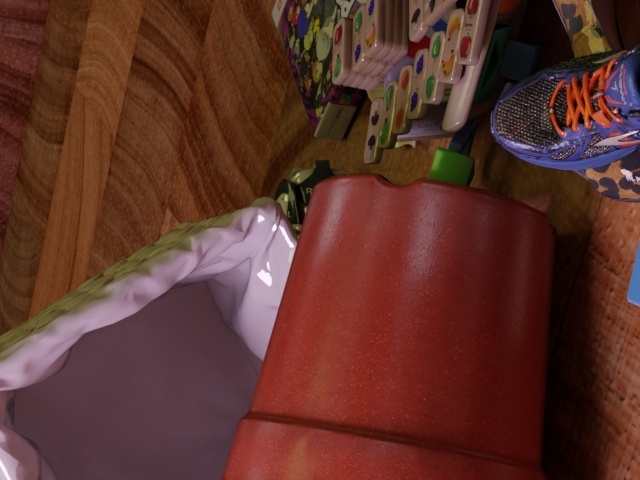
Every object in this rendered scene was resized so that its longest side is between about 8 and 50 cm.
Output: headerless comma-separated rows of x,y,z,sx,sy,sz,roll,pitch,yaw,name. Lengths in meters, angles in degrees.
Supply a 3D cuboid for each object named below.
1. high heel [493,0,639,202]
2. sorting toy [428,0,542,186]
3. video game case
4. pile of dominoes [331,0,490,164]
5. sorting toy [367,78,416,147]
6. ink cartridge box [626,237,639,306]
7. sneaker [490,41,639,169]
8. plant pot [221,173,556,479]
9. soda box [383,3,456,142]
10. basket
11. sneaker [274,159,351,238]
0.237,-0.164,1.012,0.186,0.093,0.261,37,114,47,high heel
0.159,-0.184,1.138,0.196,0.047,0.348,-39,-35,-69,sorting toy
0.019,-0.263,1.533,0.232,0.041,0.210,-108,33,-42,video game case
0.070,-0.192,1.144,0.251,0.040,0.196,136,139,-63,pile of dominoes
0.082,-0.128,1.369,0.083,0.044,0.075,-172,81,-65,sorting toy
0.301,-0.092,0.665,0.129,0.223,0.308,29,110,63,ink cartridge box
0.208,-0.100,0.928,0.221,0.087,0.083,-11,77,35,sneaker
0.067,0.099,1.108,0.272,0.272,0.265,-12,65,64,plant pot
0.090,-0.200,1.301,0.069,0.073,0.216,84,180,-62,soda box
-0.131,0.179,1.304,0.331,0.328,0.266,60,163,-8,basket
0.000,0.000,1.444,0.235,0.094,0.153,-114,29,-64,sneaker
